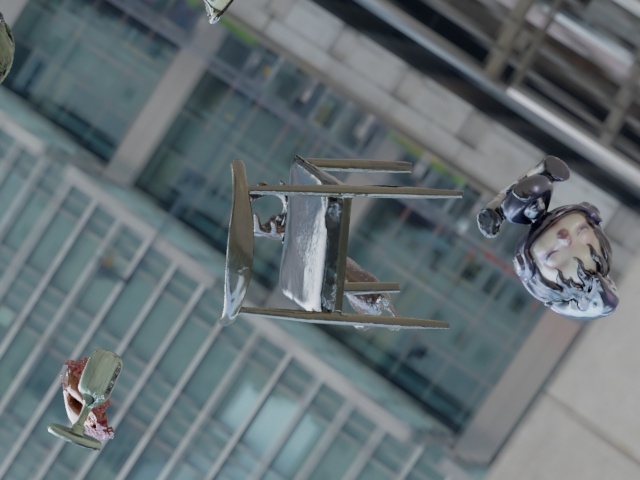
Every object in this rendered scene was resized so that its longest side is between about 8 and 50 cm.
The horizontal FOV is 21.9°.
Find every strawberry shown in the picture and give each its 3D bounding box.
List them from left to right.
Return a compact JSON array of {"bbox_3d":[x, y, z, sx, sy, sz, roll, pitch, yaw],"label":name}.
[{"bbox_3d":[-0.298,0.204,2.094,0.048,0.104,0.152,-5,-163,-17],"label":"strawberry"}]

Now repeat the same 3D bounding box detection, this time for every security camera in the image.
[{"bbox_3d":[-0.215,0.148,1.568,0.058,0.092,0.058,24,177,2],"label":"security camera"}]

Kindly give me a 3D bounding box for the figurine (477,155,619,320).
[{"bbox_3d":[0.309,0.015,2.194,0.222,0.145,0.145,55,-175,-5],"label":"figurine"}]

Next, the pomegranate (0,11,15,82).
[{"bbox_3d":[-0.428,-0.223,1.924,0.161,0.122,0.122,-14,158,30],"label":"pomegranate"}]

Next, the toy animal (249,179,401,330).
[{"bbox_3d":[0.012,0.029,2.355,0.243,0.087,0.260,25,161,24],"label":"toy animal"}]

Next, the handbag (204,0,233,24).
[{"bbox_3d":[-0.142,-0.479,2.541,0.160,0.237,0.358,37,-171,-14],"label":"handbag"}]

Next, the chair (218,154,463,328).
[{"bbox_3d":[0.000,0.000,1.874,0.272,0.188,0.166,1,-166,-22],"label":"chair"}]
